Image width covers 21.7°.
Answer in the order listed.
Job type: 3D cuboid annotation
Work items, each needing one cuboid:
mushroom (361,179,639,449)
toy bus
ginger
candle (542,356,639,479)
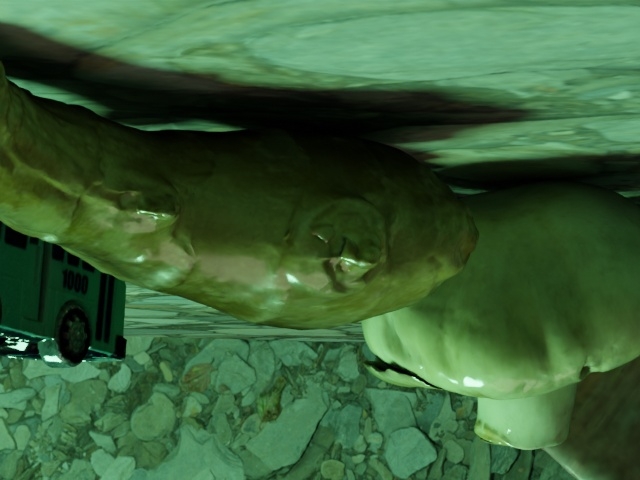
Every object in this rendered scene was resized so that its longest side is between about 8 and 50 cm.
[{"bbox_3d":[0.096,0.036,0.799,0.154,0.123,0.154,-10,-175,1],"label":"mushroom"},{"bbox_3d":[-0.153,0.009,0.753,0.079,0.092,0.160,0,169,24],"label":"toy bus"},{"bbox_3d":[-0.039,-0.014,0.630,0.148,0.081,0.333,21,-174,37],"label":"ginger"},{"bbox_3d":[0.207,0.125,0.988,0.287,0.131,0.317,35,-177,-10],"label":"candle"}]
